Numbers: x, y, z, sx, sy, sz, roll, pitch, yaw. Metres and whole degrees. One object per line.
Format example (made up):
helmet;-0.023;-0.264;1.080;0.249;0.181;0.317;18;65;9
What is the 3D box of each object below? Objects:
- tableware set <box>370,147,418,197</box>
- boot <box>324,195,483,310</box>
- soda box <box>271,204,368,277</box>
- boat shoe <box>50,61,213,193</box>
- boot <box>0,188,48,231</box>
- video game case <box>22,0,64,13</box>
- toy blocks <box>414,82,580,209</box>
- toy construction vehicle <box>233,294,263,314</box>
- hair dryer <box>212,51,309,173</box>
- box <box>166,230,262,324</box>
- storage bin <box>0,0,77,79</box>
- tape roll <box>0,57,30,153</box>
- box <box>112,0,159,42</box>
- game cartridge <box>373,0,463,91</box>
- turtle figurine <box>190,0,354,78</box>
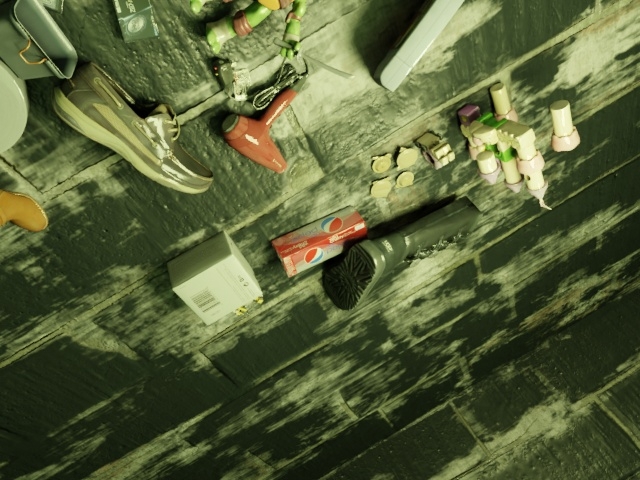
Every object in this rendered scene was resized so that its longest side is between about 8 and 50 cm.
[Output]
tableware set;0.212;-0.196;1.302;0.141;0.020;0.168;-14;136;-10
boot;0.259;0.042;1.436;0.446;0.146;0.367;-25;167;-29
soda box;0.000;0.000;1.305;0.264;0.092;0.083;-24;135;-9
boat shoe;-0.355;-0.222;0.930;0.130;0.132;0.356;-46;133;12
boot;-0.645;-0.052;0.902;0.073;0.152;0.197;-35;133;2
video game case;-0.527;-0.521;0.674;0.275;0.035;0.248;8;121;-31
toy blocks;0.492;-0.223;1.241;0.309;0.288;0.260;-36;127;-1
toy construction vehicle;-0.233;0.192;1.379;0.098;0.035;0.086;30;109;-39
hair dryer;-0.118;-0.281;1.035;0.224;0.080;0.293;-14;131;-17
box;-0.287;0.104;1.226;0.182;0.119;0.180;-30;133;-3
storage bin;-0.509;-0.338;0.773;0.091;0.098;0.135;-10;146;8
tape roll;-0.647;-0.256;0.797;0.220;0.072;0.219;-13;129;-16
box;-0.349;-0.424;0.849;0.067;0.018;0.083;-15;131;-16
game cartridge;0.225;-0.465;0.985;0.060;0.196;0.294;33;108;-15
turtle figurine;-0.095;-0.427;0.829;0.267;0.198;0.274;-15;90;6
